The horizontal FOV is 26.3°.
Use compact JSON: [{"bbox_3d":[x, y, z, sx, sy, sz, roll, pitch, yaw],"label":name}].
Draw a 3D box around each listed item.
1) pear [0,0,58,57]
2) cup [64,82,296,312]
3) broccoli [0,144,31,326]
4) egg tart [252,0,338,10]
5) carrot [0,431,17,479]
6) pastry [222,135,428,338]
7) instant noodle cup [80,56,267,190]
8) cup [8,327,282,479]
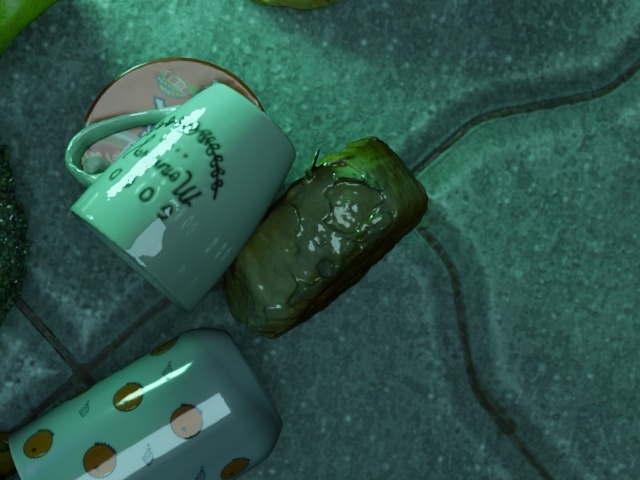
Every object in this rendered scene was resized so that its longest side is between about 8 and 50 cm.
[{"bbox_3d":[-0.452,-0.301,1.742,0.176,0.286,0.282,39,89,-26],"label":"pear"},{"bbox_3d":[-0.180,-0.080,1.640,0.258,0.186,0.234,36,80,21],"label":"cup"},{"bbox_3d":[-0.527,0.004,1.752,0.302,0.249,0.375,11,98,-9],"label":"broccoli"},{"bbox_3d":[-0.025,-0.463,1.834,0.319,0.128,0.319,0,91,-5],"label":"egg tart"},{"bbox_3d":[-0.513,0.319,1.868,0.228,0.069,0.069,-18,95,-4],"label":"carrot"},{"bbox_3d":[0.000,0.000,1.778,0.329,0.329,0.136,-40,82,-2],"label":"pastry"},{"bbox_3d":[-0.187,-0.109,1.806,0.250,0.192,0.250,0,93,-5],"label":"instant noodle cup"},{"bbox_3d":[-0.222,0.262,1.816,0.317,0.212,0.212,-32,96,-4],"label":"cup"}]
